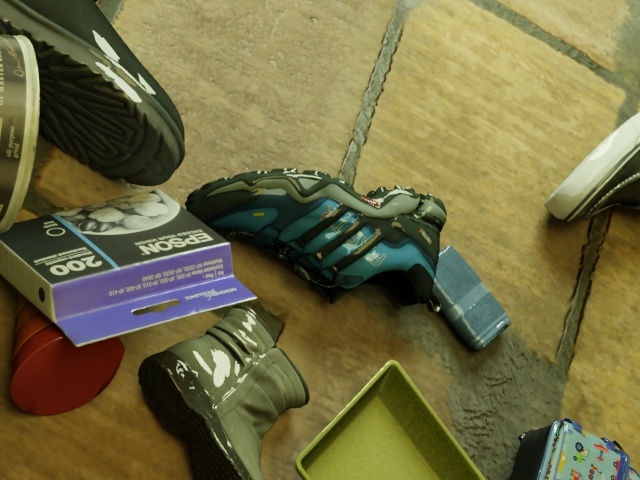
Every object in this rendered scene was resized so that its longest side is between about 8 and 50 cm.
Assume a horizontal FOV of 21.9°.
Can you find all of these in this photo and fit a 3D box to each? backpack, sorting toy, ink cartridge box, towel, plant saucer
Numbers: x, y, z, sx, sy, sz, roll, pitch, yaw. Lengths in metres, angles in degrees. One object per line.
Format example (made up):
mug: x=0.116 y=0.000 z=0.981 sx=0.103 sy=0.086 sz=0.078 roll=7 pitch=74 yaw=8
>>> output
backpack: x=0.295 y=0.298 z=1.824 sx=0.173 sy=0.117 sz=0.158 roll=32 pitch=58 yaw=-14
sorting toy: x=-0.378 y=0.102 z=1.593 sx=0.365 sy=0.127 sz=0.126 roll=-7 pitch=47 yaw=-31
ink cartridge box: x=-0.202 y=0.022 z=1.665 sx=0.206 sy=0.045 sz=0.208 roll=-15 pitch=32 yaw=-32
towel: x=0.164 y=0.068 z=1.915 sx=0.067 sy=0.029 sz=0.119 roll=-35 pitch=87 yaw=-35
plant saucer: x=0.069 y=0.254 z=1.752 sx=0.188 sy=0.045 sz=0.188 roll=54 pitch=51 yaw=-7

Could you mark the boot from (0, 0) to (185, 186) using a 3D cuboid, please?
boot: x=-0.214 y=-0.321 z=1.848 sx=0.367 sy=0.146 sz=0.445 roll=38 pitch=51 yaw=-9

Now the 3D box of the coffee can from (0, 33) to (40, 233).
coffee can: x=-0.432 y=-0.118 z=1.593 sx=0.275 sy=0.201 sz=0.201 roll=6 pitch=65 yaw=-25

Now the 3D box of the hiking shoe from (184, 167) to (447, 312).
hiking shoe: x=0.000 y=0.000 z=1.814 sx=0.304 sy=0.113 sz=0.132 roll=6 pitch=76 yaw=-17

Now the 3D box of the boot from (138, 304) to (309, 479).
boot: x=-0.065 y=0.190 z=1.714 sx=0.161 sy=0.083 sz=0.246 roll=-25 pitch=82 yaw=-39

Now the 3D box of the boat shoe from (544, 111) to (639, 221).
boat shoe: x=0.415 y=-0.094 z=2.062 sx=0.335 sy=0.121 sz=0.119 roll=-33 pitch=80 yaw=-36
